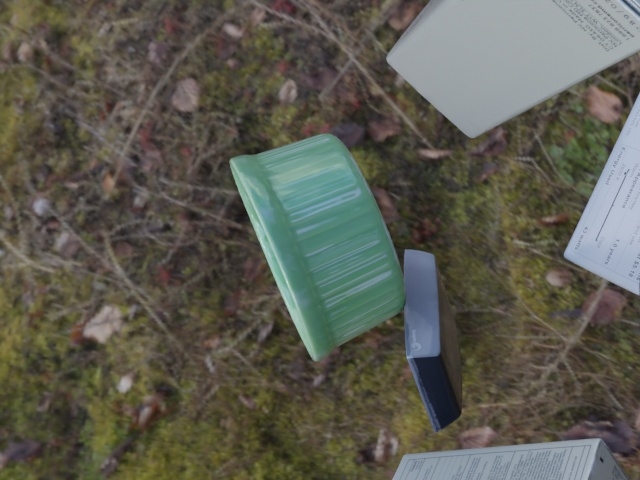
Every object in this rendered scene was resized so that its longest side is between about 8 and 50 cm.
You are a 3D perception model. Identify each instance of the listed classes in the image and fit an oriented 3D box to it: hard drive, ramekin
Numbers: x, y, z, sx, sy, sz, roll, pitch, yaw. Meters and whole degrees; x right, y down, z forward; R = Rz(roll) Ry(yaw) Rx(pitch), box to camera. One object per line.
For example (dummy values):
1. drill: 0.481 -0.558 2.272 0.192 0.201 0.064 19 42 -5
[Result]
1. hard drive: 0.168 0.141 1.515 0.054 0.172 0.254 -13 33 13
2. ramekin: 0.000 0.000 1.400 0.148 0.303 0.303 -23 60 -5

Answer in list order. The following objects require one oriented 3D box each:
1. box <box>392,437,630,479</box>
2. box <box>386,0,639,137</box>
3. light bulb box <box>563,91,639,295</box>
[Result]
1. box: 0.233 0.356 1.306 0.311 0.121 0.148 -15 32 42
2. box: 0.139 -0.155 0.629 0.094 0.275 0.113 40 77 -6
3. light bulb box: 0.581 -0.049 1.344 0.361 0.225 0.358 35 104 54
